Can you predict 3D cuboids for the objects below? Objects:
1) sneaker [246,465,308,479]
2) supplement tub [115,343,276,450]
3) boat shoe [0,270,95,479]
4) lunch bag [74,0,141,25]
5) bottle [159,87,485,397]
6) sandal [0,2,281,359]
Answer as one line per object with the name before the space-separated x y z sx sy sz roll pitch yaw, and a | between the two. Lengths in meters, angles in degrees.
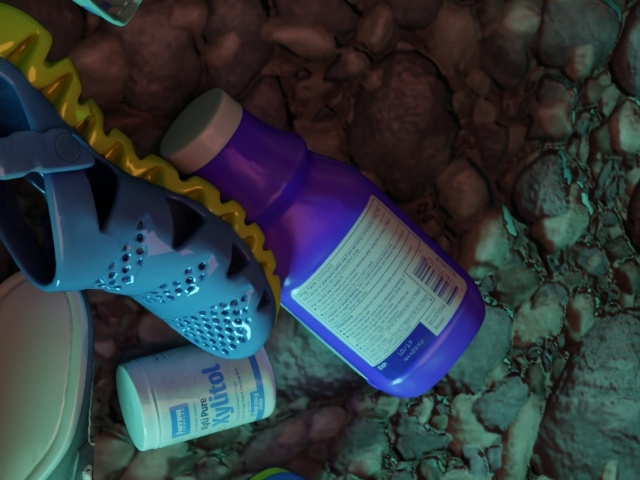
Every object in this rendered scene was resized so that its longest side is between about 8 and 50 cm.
sneaker | -0.075 0.269 1.249 0.209 0.082 0.069 -47 117 -6
supplement tub | -0.094 0.113 1.209 0.107 0.071 0.071 -15 108 -21
boat shoe | -0.221 0.176 1.173 0.099 0.116 0.320 10 92 -69
lunch bag | -0.205 -0.274 0.941 0.160 0.223 0.262 -52 144 -4
bottle | 0.000 0.000 1.212 0.283 0.092 0.118 41 84 -26
sandal | -0.162 -0.011 1.102 0.317 0.126 0.138 40 46 -19
